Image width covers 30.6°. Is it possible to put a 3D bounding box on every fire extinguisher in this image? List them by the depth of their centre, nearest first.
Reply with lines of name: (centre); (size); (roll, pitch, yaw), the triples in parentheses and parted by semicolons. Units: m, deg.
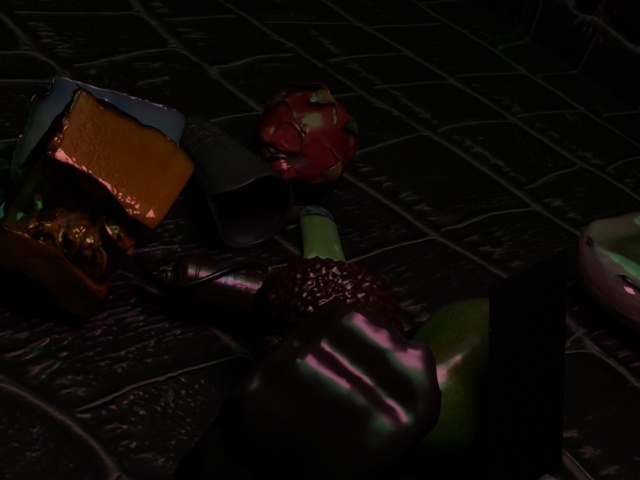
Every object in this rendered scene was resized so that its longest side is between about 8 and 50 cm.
fire extinguisher: (-0.132, 0.080, 1.889); (0.341, 0.105, 0.141); (15, 12, -15)

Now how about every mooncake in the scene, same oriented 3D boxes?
mooncake: (-0.016, 0.239, 1.441); (0.212, 0.381, 0.350); (39, 70, 5)

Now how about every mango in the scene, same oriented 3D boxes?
mango: (0.217, 0.213, 1.801); (0.201, 0.225, 0.382); (7, 17, 38)

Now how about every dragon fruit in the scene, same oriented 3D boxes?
dragon fruit: (-0.034, -0.199, 2.301); (0.224, 0.224, 0.227); (28, 11, 8)

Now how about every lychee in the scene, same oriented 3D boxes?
lychee: (0.011, 0.138, 1.755); (0.271, 0.236, 0.236); (-2, 38, -43)

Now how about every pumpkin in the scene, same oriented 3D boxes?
pumpkin: (-0.356, -0.057, 1.753); (0.225, 0.303, 0.256); (37, 18, -15)

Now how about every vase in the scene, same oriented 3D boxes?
vase: (-0.167, -0.114, 2.152); (0.251, 0.156, 0.301); (19, 20, -41)

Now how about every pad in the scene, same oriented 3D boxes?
pad: (0.311, 0.213, 1.751); (0.007, 0.367, 0.247); (9, 18, 36)

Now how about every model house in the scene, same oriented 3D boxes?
model house: (-0.402, -0.135, 2.003); (0.261, 0.226, 0.241); (15, -7, -21)

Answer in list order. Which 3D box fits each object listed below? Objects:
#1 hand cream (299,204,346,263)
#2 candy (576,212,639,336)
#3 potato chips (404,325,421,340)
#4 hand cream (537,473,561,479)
hand cream: (0.000, 0.000, 2.170); (0.095, 0.046, 0.175); (13, 37, -19)
candy: (0.720, 0.110, 2.352); (0.386, 0.186, 0.427); (-19, 52, -39)
potato chips: (0.217, 0.156, 1.982); (0.209, 0.142, 0.026); (9, 57, -32)
hand cream: (0.345, 0.410, 1.752); (0.061, 0.039, 0.143); (21, 34, -9)
